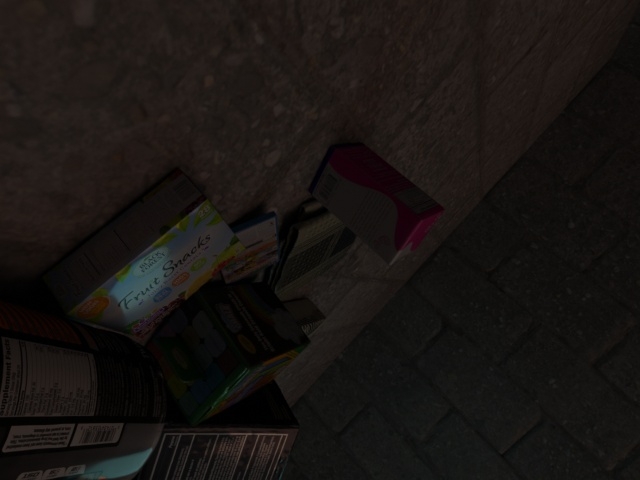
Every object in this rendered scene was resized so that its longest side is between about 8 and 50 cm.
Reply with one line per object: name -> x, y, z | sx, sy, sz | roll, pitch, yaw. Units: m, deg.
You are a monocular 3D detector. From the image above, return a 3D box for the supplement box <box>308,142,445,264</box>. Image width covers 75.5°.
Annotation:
supplement box -> 0.104, -0.076, 0.786 | 0.113, 0.220, 0.111 | -20, 148, -49

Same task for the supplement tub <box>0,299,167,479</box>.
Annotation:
supplement tub -> -0.327, 0.167, 0.405 | 0.207, 0.207, 0.338 | -44, 154, -6

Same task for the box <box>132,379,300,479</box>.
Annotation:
box -> -0.245, 0.452, 0.867 | 0.293, 0.182, 0.297 | 16, 100, -30

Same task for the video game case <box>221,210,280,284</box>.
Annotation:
video game case -> -0.133, 0.019, 0.765 | 0.119, 0.015, 0.166 | -25, 153, -17

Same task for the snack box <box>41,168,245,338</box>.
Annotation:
snack box -> -0.221, 0.028, 0.566 | 0.207, 0.070, 0.175 | -43, 160, -12

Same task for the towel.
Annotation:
towel -> 0.000, 0.000, 0.994 | 0.324, 0.056, 0.312 | -31, 158, -40

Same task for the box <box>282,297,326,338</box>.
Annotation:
box -> -0.098, 0.241, 1.169 | 0.113, 0.094, 0.275 | -51, 160, 16

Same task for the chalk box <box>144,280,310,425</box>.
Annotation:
chalk box -> -0.190, 0.207, 0.789 | 0.179, 0.180, 0.288 | -47, 159, 19
